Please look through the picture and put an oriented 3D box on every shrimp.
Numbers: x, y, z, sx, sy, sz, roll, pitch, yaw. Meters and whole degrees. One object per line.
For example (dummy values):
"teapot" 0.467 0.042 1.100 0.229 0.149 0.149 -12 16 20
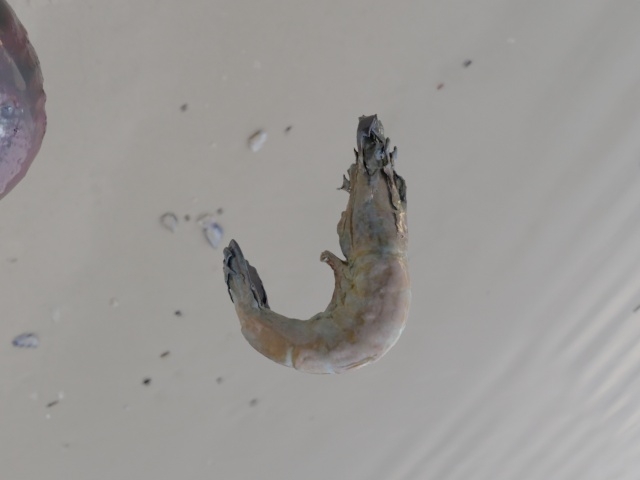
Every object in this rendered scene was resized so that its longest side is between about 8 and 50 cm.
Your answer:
"shrimp" 0.000 0.000 0.777 0.152 0.219 0.046 1 160 14

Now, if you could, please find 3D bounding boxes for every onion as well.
"onion" -0.473 -0.130 1.085 0.336 0.281 0.260 -41 133 -38
